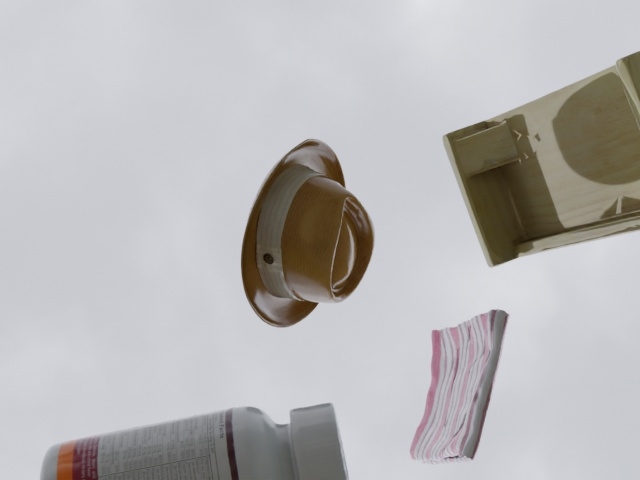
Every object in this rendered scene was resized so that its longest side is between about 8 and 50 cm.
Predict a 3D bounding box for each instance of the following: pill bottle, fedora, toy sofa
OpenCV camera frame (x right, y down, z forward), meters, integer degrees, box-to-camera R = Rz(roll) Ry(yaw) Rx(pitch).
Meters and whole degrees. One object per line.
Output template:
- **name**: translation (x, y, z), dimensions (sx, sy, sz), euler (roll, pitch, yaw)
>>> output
- **pill bottle**: translation (-0.089, 0.191, 1.063), dimensions (0.221, 0.121, 0.121), euler (-11, -96, 0)
- **fedora**: translation (0.000, 0.000, 1.387), dimensions (0.194, 0.079, 0.194), euler (-32, -50, -49)
- **toy sofa**: translation (0.278, -0.085, 1.299), dimensions (0.177, 0.362, 0.150), euler (-21, -89, -22)

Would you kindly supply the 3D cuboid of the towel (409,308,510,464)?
- **towel**: translation (0.131, 0.146, 1.380), dimensions (0.029, 0.197, 0.144), euler (15, -102, -7)
